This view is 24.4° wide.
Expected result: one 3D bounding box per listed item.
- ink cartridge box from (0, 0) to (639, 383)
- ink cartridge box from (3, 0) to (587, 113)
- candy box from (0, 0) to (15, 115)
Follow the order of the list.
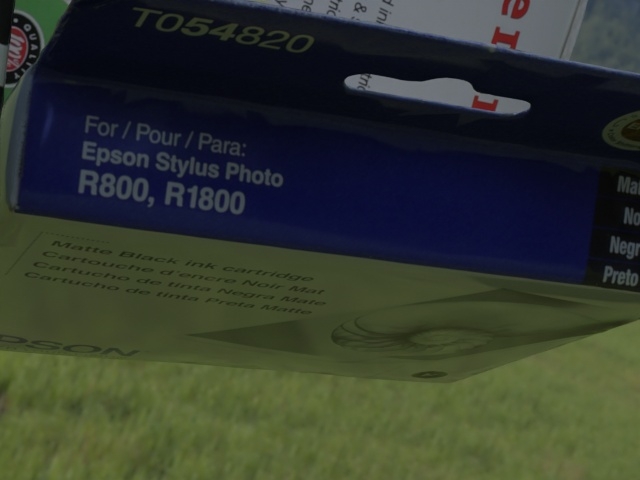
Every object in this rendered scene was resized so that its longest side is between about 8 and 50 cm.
[{"bbox_3d":[0.000,0.000,0.471,0.223,0.045,0.224,7,-19,-22],"label":"ink cartridge box"},{"bbox_3d":[-0.031,-0.131,0.645,0.278,0.201,0.117,9,20,-18],"label":"ink cartridge box"},{"bbox_3d":[-0.146,-0.119,0.333,0.159,0.233,0.071,6,5,-30],"label":"candy box"}]
